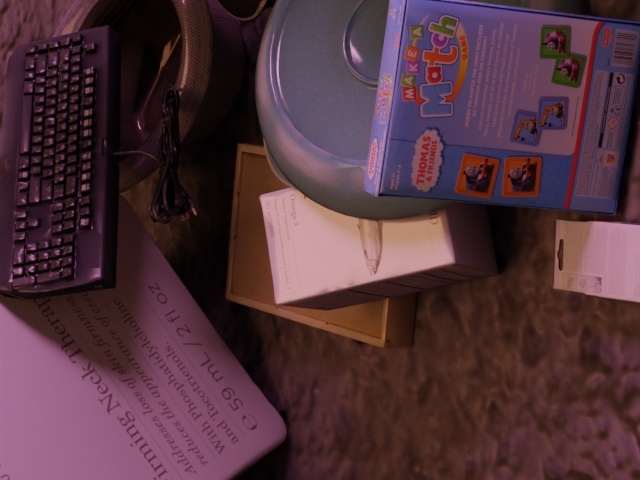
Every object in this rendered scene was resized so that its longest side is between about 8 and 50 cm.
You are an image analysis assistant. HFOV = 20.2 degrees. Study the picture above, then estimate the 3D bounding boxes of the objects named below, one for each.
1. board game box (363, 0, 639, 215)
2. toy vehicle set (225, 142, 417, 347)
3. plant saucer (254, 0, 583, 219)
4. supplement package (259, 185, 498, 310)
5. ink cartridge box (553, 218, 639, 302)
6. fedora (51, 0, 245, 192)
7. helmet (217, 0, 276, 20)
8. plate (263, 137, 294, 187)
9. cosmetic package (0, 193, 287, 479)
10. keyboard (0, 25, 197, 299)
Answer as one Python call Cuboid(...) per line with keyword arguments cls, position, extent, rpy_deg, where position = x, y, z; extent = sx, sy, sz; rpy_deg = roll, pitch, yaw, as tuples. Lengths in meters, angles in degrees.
Cuboid(cls="board game box", position=(0.148, -0.107, 1.431), extent=(0.039, 0.211, 0.160), rpy_deg=(-147, 63, -67))
Cuboid(cls="toy vehicle set", position=(0.000, 0.000, 1.770), extent=(0.267, 0.035, 0.166), rpy_deg=(15, 102, 52))
Cuboid(cls="plant saucer", position=(0.071, -0.173, 1.550), extent=(0.318, 0.044, 0.317), rpy_deg=(-11, 66, 26))
Cuboid(cls="supplement package", position=(0.052, -0.006, 1.595), extent=(0.179, 0.105, 0.105), rpy_deg=(-14, 78, 26))
Cuboid(cls="ink cartridge box", position=(0.240, 0.016, 1.462), extent=(0.115, 0.029, 0.063), rpy_deg=(8, 97, 54))
Cuboid(cls="fedora", position=(-0.178, -0.173, 1.928), extent=(0.275, 0.124, 0.243), rpy_deg=(-51, 54, 28))
Cuboid(cls="helmet", position=(-0.054, -0.303, 1.736), extent=(0.161, 0.169, 0.169), rpy_deg=(53, 132, 17))
Cuboid(cls="plate", position=(0.014, -0.135, 1.730), extent=(0.188, 0.024, 0.188), rpy_deg=(-26, 54, 42))
Cuboid(cls="cosmetic package", position=(-0.321, 0.216, 1.829), extent=(0.329, 0.394, 0.327), rpy_deg=(54, 135, 4))
Cuboid(cls="keyboard", position=(-0.223, -0.087, 1.773), extent=(0.033, 0.201, 0.317), rpy_deg=(73, -169, -56))
